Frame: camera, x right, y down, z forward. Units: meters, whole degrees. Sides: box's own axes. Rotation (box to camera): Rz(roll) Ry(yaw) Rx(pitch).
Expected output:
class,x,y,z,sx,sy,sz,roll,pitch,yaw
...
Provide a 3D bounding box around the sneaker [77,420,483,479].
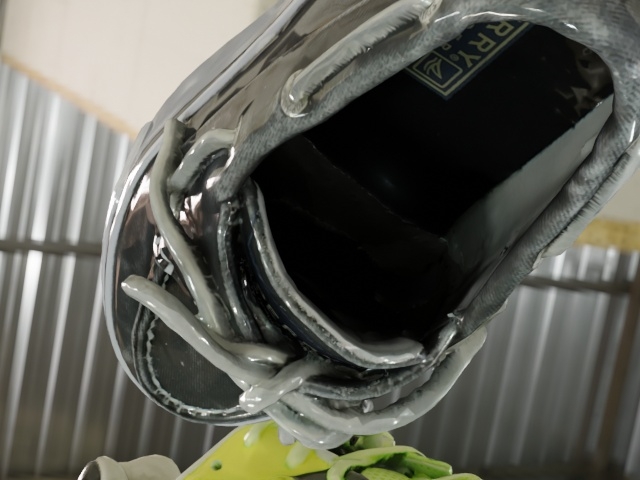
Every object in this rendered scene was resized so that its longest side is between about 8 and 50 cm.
class,x,y,z,sx,sy,sz,roll,pitch,yaw
sneaker,0.016,0.130,0.565,0.385,0.147,0.145,-17,168,40

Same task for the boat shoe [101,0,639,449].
class,x,y,z,sx,sy,sz,roll,pitch,yaw
boat shoe,0.004,0.002,0.441,0.113,0.105,0.306,33,142,-15
